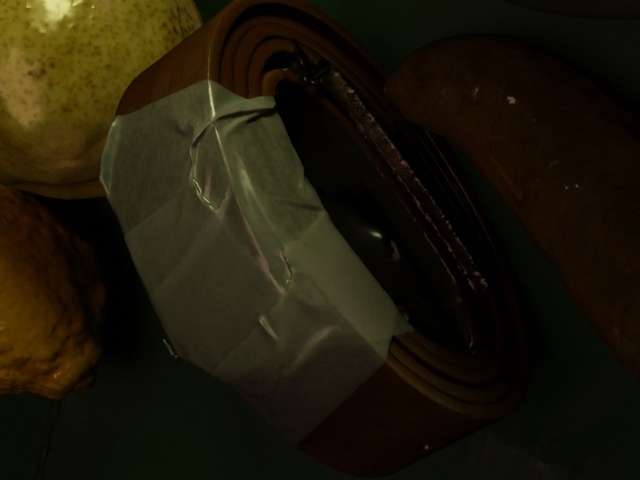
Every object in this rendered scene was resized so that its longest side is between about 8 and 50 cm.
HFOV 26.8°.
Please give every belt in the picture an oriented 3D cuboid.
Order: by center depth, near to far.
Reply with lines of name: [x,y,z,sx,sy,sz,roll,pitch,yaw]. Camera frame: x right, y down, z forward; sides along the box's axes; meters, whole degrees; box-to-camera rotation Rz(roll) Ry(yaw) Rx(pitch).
belt: [0.000,0.000,0.721,0.105,0.184,0.261,-32,96,38]

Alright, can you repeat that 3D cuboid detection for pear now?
pear: [-0.151,-0.111,0.820,0.178,0.178,0.178,9,107,34]

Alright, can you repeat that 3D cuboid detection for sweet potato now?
sweet potato: [0.155,0.008,0.637,0.341,0.114,0.092,55,132,41]

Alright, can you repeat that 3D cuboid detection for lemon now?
lemon: [-0.217,0.031,0.916,0.187,0.142,0.142,51,125,3]

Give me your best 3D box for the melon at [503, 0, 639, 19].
melon: [0.138,-0.221,0.512,0.330,0.268,0.268,-19,90,52]
